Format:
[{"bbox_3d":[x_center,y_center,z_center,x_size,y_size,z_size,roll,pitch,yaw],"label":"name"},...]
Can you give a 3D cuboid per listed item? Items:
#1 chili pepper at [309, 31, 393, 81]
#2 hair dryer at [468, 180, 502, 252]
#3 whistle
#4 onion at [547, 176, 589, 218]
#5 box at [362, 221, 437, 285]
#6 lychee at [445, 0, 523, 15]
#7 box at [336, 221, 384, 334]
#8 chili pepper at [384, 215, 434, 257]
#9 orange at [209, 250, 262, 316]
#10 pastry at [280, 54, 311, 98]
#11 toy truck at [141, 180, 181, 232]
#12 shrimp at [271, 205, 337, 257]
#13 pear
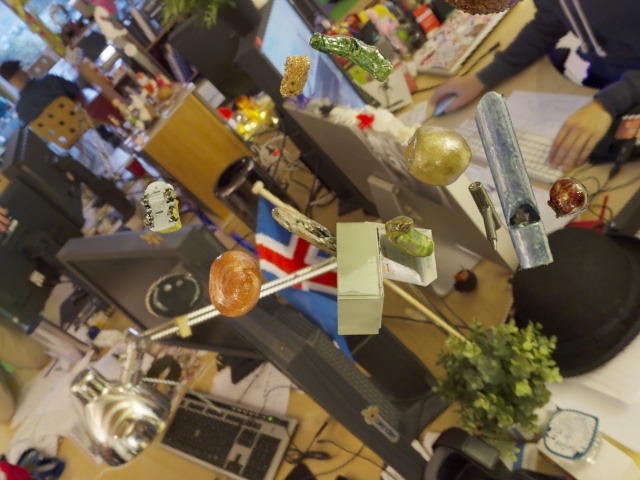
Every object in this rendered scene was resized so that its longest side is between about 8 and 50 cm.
[{"bbox_3d":[0.055,-0.353,1.158,0.050,0.182,0.073,-54,35,40],"label":"chili pepper"},{"bbox_3d":[0.492,-0.058,1.826,0.050,0.173,0.195,-23,30,24],"label":"hair dryer"},{"bbox_3d":[0.325,-0.102,1.058,0.062,0.305,0.062,-16,-2,-1],"label":"whistle"},{"bbox_3d":[0.678,-0.119,1.699,0.118,0.119,0.117,-41,-12,7],"label":"onion"},{"bbox_3d":[0.215,0.035,1.806,0.242,0.156,0.067,8,26,44],"label":"box"},{"bbox_3d":[0.362,-0.622,1.335,0.267,0.267,0.268,-29,35,24],"label":"lychee"},{"bbox_3d":[0.103,0.104,1.652,0.117,0.225,0.225,-1,59,2],"label":"box"},{"bbox_3d":[0.143,-0.009,1.022,0.052,0.201,0.050,-38,66,10],"label":"chili pepper"},{"bbox_3d":[-0.274,0.143,2.012,0.224,0.169,0.224,179,90,-72],"label":"orange"},{"bbox_3d":[-0.071,-0.459,1.733,0.079,0.140,0.056,-5,64,-10],"label":"pastry"},{"bbox_3d":[-0.340,-0.072,1.351,0.076,0.077,0.111,-14,76,12],"label":"toy truck"},{"bbox_3d":[0.000,0.000,1.951,0.071,0.364,0.233,-55,26,6],"label":"shrimp"},{"bbox_3d":[0.393,-0.279,2.049,0.229,0.211,0.189,-95,18,-63],"label":"pear"}]
